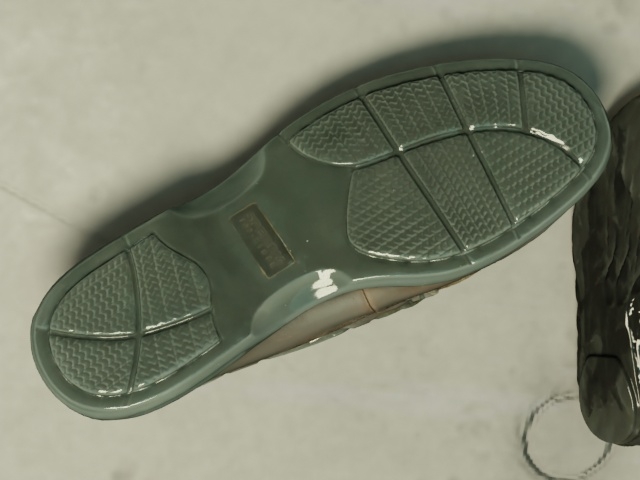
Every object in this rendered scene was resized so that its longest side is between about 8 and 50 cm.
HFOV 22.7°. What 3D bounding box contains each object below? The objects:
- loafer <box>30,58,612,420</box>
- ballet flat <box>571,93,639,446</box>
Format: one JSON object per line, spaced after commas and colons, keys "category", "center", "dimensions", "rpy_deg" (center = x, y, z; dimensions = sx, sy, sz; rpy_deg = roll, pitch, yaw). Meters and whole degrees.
{"category": "loafer", "center": [0.000, 0.000, 0.711], "dimensions": [0.267, 0.084, 0.096], "rpy_deg": [-25, 77, -5]}
{"category": "ballet flat", "center": [0.150, 0.013, 0.750], "dimensions": [0.049, 0.057, 0.173], "rpy_deg": [-15, 114, -47]}
